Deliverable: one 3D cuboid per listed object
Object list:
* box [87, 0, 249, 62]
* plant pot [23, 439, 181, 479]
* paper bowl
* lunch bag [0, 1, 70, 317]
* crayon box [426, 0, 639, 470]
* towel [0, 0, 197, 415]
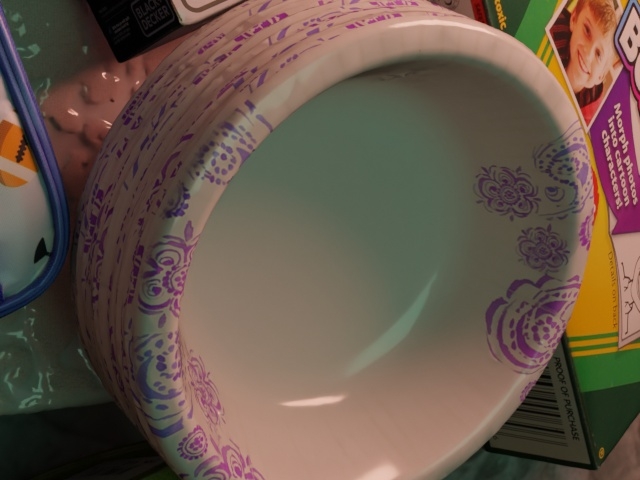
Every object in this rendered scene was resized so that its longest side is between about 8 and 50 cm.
[{"bbox_3d":[-0.090,-0.263,0.694,0.169,0.087,0.290,-32,100,-30],"label":"box"},{"bbox_3d":[-0.096,0.277,0.770,0.275,0.275,0.293,-19,94,-32],"label":"plant pot"},{"bbox_3d":[0.000,0.000,0.717,0.284,0.148,0.284,-14,118,-28],"label":"paper bowl"},{"bbox_3d":[-0.256,-0.084,0.610,0.243,0.115,0.303,-21,106,-20],"label":"lunch bag"},{"bbox_3d":[0.191,-0.078,0.936,0.313,0.106,0.363,-39,121,-41],"label":"crayon box"},{"bbox_3d":[-0.106,-0.064,0.780,0.317,0.053,0.332,-3,99,-30],"label":"towel"}]
